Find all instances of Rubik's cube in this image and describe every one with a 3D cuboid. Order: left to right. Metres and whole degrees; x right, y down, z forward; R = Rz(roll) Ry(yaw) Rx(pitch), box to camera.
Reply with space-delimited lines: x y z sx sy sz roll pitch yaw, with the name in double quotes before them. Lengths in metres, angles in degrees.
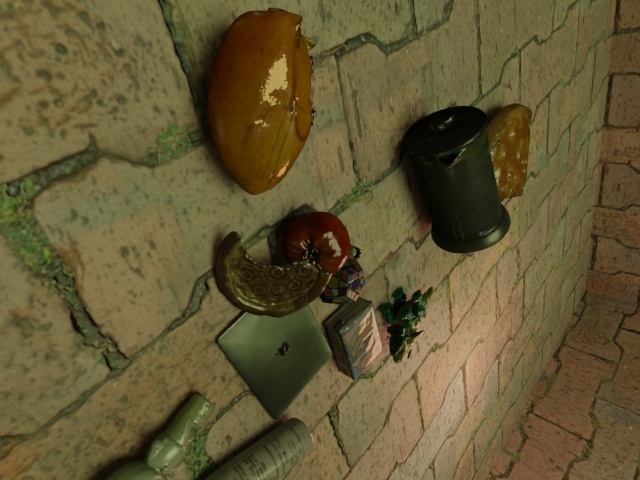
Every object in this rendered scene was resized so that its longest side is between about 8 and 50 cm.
"Rubik's cube" 0.035 0.076 0.833 0.111 0.111 0.093 27 57 -48

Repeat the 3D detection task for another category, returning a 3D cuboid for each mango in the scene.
"mango" -0.085 -0.189 0.600 0.154 0.126 0.252 -19 123 -55

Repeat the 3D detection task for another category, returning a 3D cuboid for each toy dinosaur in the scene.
"toy dinosaur" 0.059 0.022 0.875 0.083 0.047 0.030 20 89 -49
"toy dinosaur" 0.239 0.187 1.096 0.259 0.094 0.153 -51 134 -34

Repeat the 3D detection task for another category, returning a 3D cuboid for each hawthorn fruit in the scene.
"hawthorn fruit" 0.001 0.008 0.755 0.140 0.125 0.125 6 98 -54

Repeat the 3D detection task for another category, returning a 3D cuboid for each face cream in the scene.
"face cream" -0.132 0.431 0.775 0.269 0.082 0.082 -17 114 -42

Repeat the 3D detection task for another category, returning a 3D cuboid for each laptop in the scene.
"laptop" -0.076 0.210 0.814 0.187 0.015 0.269 -45 131 -28

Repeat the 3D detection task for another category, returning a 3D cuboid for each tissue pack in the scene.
"tissue pack" 0.076 0.217 0.943 0.115 0.065 0.155 -36 127 -32

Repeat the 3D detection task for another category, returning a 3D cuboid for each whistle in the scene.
"whistle" -0.258 0.350 0.629 0.258 0.067 0.126 -53 147 -27

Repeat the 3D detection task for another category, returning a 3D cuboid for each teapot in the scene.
"teapot" 0.333 -0.171 1.019 0.337 0.200 0.270 59 36 -37

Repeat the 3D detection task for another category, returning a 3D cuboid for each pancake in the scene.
"pancake" -0.075 0.056 0.688 0.190 0.020 0.184 -11 120 -7

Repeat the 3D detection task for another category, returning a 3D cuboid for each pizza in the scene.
"pizza" 0.542 -0.244 1.261 0.278 0.114 0.409 44 70 -44
